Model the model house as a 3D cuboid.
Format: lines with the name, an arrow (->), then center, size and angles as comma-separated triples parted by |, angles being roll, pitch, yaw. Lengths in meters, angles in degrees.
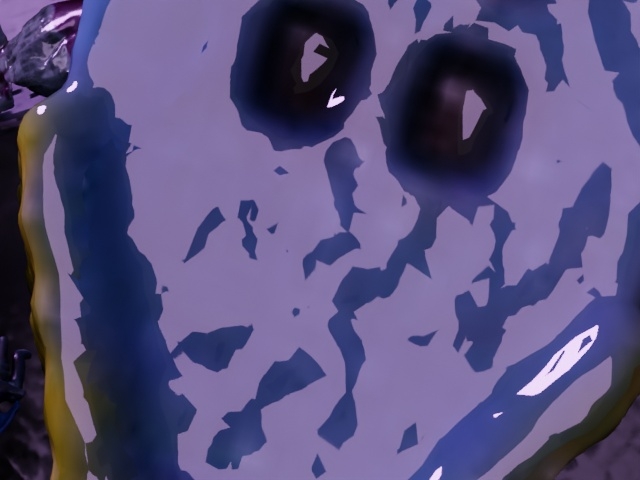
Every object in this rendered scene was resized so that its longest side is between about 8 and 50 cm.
model house -> 0.000, 0.000, 0.619 | 0.215, 0.237, 0.303 | 23, 78, -2

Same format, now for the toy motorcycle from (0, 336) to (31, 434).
toy motorcycle -> -0.156, -0.004, 0.654 | 0.135, 0.092, 0.254 | 14, 108, 43

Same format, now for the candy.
candy -> -0.063, -0.087, 0.775 | 0.175, 0.043, 0.045 | -14, 80, -4
